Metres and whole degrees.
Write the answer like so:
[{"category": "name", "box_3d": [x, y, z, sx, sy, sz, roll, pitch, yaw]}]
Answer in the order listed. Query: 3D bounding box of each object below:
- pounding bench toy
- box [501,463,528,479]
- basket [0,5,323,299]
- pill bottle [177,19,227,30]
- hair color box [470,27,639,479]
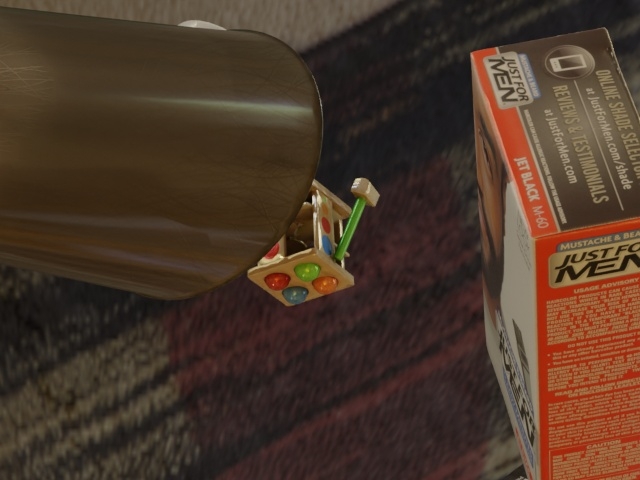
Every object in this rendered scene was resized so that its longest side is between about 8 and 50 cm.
[{"category": "pounding bench toy", "box_3d": [0.000, 0.000, 1.247, 0.083, 0.052, 0.065, -19, 57, 25]}, {"category": "box", "box_3d": [0.088, 0.186, 0.966, 0.162, 0.029, 0.116, -31, 120, -28]}, {"category": "basket", "box_3d": [-0.146, -0.055, 1.075, 0.227, 0.204, 0.154, 7, 62, -49]}, {"category": "pill bottle", "box_3d": [-0.112, -0.064, 1.363, 0.108, 0.108, 0.180, 29, 64, 4]}, {"category": "hair color box", "box_3d": [0.091, 0.017, 0.698, 0.053, 0.167, 0.093, -10, 48, -3]}]
